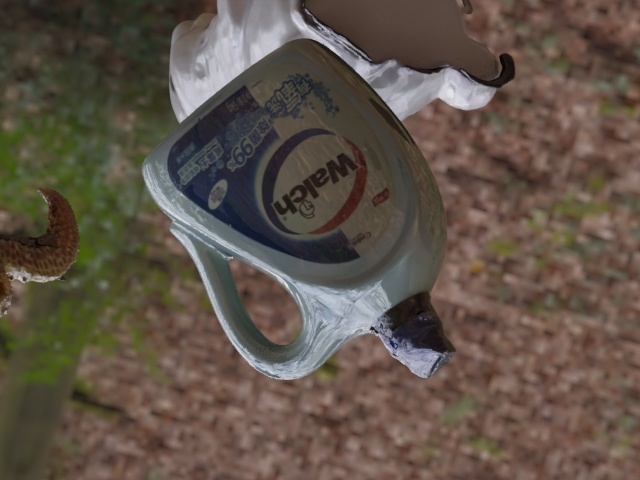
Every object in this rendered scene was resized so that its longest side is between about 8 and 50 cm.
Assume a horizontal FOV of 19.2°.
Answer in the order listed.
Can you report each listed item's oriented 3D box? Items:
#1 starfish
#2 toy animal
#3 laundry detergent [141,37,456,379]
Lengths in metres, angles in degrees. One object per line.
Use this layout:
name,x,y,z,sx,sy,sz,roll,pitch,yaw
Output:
starfish,-0.267,0.019,1.348,0.216,0.071,0.238,-17,-166,-17
toy animal,-0.014,-0.166,1.797,0.258,0.194,0.357,50,144,-7
laundry detergent,0.000,0.000,1.514,0.280,0.215,0.105,57,-168,16
